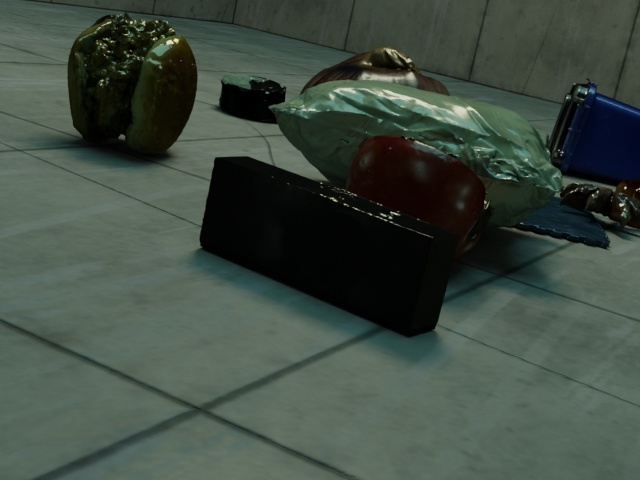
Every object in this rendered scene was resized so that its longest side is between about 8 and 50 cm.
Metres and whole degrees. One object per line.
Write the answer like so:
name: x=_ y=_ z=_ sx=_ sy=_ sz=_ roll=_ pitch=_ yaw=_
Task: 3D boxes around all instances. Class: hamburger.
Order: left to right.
hamburger: x=-0.204 y=-0.182 z=1.218 sx=0.131 sy=0.159 sz=0.185 roll=11 pitch=33 yaw=15

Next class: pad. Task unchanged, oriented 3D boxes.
pad: x=0.235 y=-0.051 z=1.367 sx=0.269 sy=0.012 sz=0.269 roll=13 pitch=14 yaw=3

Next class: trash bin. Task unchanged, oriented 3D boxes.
trash bin: x=0.524 y=-0.172 z=1.810 sx=0.234 sy=0.163 sz=0.184 roll=20 pitch=15 yaw=8

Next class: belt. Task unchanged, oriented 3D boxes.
belt: x=-0.112 y=-0.233 z=1.705 sx=0.105 sy=0.058 sz=0.140 roll=0 pitch=21 yaw=-22

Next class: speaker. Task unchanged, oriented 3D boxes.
speaker: x=0.000 y=0.000 z=0.826 sx=0.218 sy=0.082 sz=0.044 roll=23 pitch=17 yaw=33

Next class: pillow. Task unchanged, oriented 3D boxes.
pillow: x=0.113 y=-0.092 z=1.126 sx=0.310 sy=0.138 sz=0.283 roll=16 pitch=5 yaw=14

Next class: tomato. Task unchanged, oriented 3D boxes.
tomato: x=0.082 y=-0.021 z=0.961 sx=0.139 sy=0.091 sz=0.159 roll=24 pitch=-14 yaw=15

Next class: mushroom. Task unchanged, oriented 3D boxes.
mushroom: x=0.506 y=-0.064 z=1.566 sx=0.123 sy=0.052 sz=0.123 roll=12 pitch=10 yaw=-2

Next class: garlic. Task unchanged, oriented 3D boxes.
garlic: x=0.088 y=-0.224 z=1.621 sx=0.245 sy=0.161 sz=0.245 roll=2 pitch=16 yaw=-1

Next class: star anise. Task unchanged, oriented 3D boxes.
star anise: x=0.381 y=-0.047 z=1.380 sx=0.141 sy=0.042 sz=0.141 roll=17 pitch=14 yaw=-4
